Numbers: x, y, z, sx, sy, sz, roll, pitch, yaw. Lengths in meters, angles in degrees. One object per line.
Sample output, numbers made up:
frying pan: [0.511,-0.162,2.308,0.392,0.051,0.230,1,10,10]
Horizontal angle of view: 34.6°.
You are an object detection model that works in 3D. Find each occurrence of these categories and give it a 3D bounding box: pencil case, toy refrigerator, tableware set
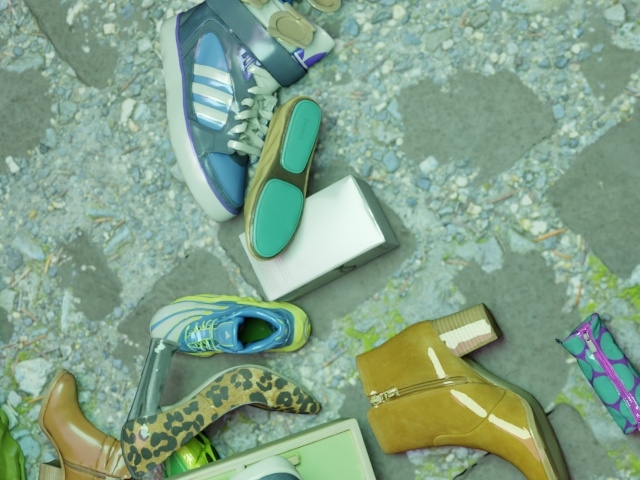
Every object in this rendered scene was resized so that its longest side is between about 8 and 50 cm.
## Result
pencil case: [0.372,0.171,1.319,0.064,0.070,0.151,-36,79,10]
toy refrigerator: [-0.070,0.323,1.353,0.269,0.094,0.102,-16,85,-15]
tableware set: [-0.049,-0.334,1.397,0.141,0.168,0.020,35,138,-2]

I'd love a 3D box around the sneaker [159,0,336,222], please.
sneaker: [-0.085,-0.207,1.431,0.236,0.130,0.323,-16,77,17]

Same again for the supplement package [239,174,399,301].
supplement package: [0.000,0.000,1.410,0.179,0.105,0.105,-28,79,13]

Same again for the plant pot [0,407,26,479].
plant pot: [-0.575,0.348,1.481,0.254,0.276,0.276,-18,82,1]

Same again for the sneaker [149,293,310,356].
sneaker: [-0.140,0.116,1.428,0.240,0.126,0.091,-4,84,14]

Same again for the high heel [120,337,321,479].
high heel: [-0.134,0.255,1.390,0.261,0.093,0.186,19,68,-15]

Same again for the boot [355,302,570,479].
boot: [0.182,0.247,1.358,0.211,0.104,0.295,-29,75,17]

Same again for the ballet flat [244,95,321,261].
ballet flat: [-0.056,-0.080,1.361,0.073,0.080,0.232,-3,64,54]

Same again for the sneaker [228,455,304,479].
sneaker: [-0.011,0.422,1.272,0.131,0.350,0.148,-32,40,-3]

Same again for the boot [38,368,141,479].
boot: [-0.328,0.291,1.499,0.152,0.073,0.197,7,101,16]

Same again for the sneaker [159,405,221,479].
sneaker: [-0.181,0.369,1.433,0.123,0.109,0.295,-30,80,7]
